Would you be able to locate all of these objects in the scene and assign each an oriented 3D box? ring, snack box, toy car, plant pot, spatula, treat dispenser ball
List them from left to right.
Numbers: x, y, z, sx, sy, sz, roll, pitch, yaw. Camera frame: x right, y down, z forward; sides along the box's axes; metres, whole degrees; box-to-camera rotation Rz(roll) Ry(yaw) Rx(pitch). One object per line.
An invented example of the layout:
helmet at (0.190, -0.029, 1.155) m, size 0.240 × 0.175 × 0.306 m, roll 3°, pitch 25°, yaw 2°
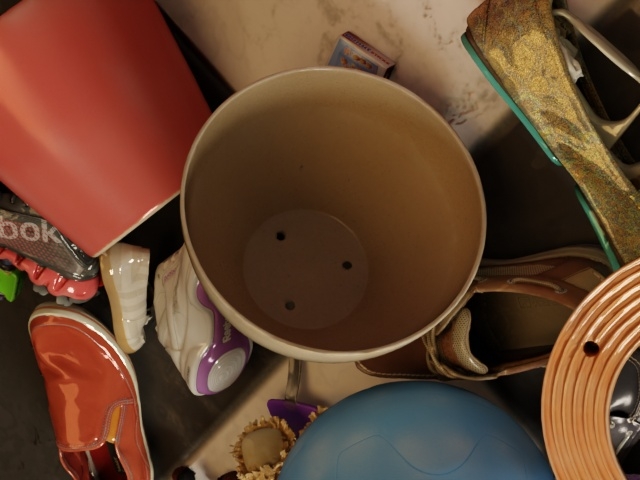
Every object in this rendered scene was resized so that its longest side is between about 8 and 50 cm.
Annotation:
toy car at (-0.383, 0.064, 1.491) m, size 0.225 × 0.053 × 0.239 m, roll 31°, pitch 123°, yaw 14°
plant pot at (-0.246, -0.133, 1.209) m, size 0.275 × 0.275 × 0.243 m, roll -33°, pitch 98°, yaw 39°
spatula at (-0.035, 0.133, 1.304) m, size 0.084 × 0.030 × 0.296 m, roll 4°, pitch 111°, yaw 32°
plant pot at (0.000, 0.000, 1.094) m, size 0.284 × 0.284 × 0.191 m, roll 47°, pitch 159°, yaw 10°
snack box at (0.015, -0.127, 1.168) m, size 0.064 × 0.022 × 0.178 m, roll 37°, pitch 126°, yaw 16°
treat dispenser ball at (0.093, 0.282, 1.094) m, size 0.288 × 0.288 × 0.288 m, roll 14°, pitch 116°, yaw 30°
ring at (0.353, 0.155, 0.922) m, size 0.336 × 0.032 × 0.336 m, roll 6°, pitch 107°, yaw 22°

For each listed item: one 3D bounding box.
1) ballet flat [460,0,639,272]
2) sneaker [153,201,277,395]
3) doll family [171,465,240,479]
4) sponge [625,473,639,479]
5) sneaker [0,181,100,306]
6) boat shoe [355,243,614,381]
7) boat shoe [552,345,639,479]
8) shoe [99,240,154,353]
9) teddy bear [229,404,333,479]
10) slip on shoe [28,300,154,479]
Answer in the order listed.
ballet flat at (0.257, -0.078, 0.973) m, size 0.123 × 0.123 × 0.348 m, roll -34°, pitch 88°, yaw 39°
sneaker at (-0.141, 0.038, 1.271) m, size 0.152 × 0.114 × 0.305 m, roll 43°, pitch 135°, yaw 32°
doll family at (-0.138, 0.341, 1.440) m, size 0.193 × 0.076 × 0.111 m, roll -5°, pitch 102°, yaw 30°
sponge at (0.297, 0.324, 1.121) m, size 0.117 × 0.031 × 0.210 m, roll 10°, pitch 119°, yaw -7°
sneaker at (-0.368, -0.035, 1.314) m, size 0.276 × 0.097 × 0.135 m, roll 28°, pitch 112°, yaw -18°
boat shoe at (0.149, 0.082, 1.102) m, size 0.324 × 0.116 × 0.123 m, roll -20°, pitch 97°, yaw 38°
boat shoe at (0.276, 0.188, 1.087) m, size 0.075 × 0.065 × 0.206 m, roll 26°, pitch 126°, yaw 22°
shoe at (-0.229, 0.073, 1.362) m, size 0.219 × 0.058 × 0.076 m, roll 93°, pitch 167°, yaw -57°
teddy bear at (0.011, 0.352, 1.309) m, size 0.245 × 0.113 × 0.338 m, roll -30°, pitch 94°, yaw 14°
slip on shoe at (-0.300, 0.227, 1.445) m, size 0.123 × 0.101 × 0.331 m, roll -4°, pitch 117°, yaw 15°
